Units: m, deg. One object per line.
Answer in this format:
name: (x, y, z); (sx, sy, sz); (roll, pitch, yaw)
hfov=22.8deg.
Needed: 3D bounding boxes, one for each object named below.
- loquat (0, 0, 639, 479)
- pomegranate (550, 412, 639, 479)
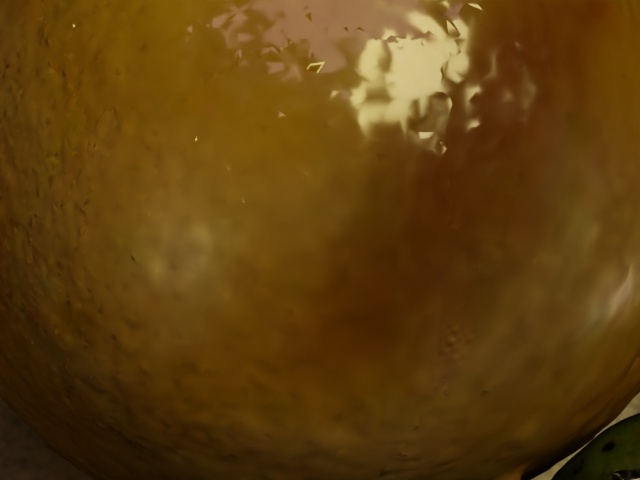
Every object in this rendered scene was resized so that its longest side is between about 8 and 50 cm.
loquat: (0.000, 0.000, 0.660); (0.328, 0.328, 0.360); (1, 83, -15)
pomegranate: (0.147, 0.128, 0.581); (0.161, 0.122, 0.122); (36, 42, -26)
